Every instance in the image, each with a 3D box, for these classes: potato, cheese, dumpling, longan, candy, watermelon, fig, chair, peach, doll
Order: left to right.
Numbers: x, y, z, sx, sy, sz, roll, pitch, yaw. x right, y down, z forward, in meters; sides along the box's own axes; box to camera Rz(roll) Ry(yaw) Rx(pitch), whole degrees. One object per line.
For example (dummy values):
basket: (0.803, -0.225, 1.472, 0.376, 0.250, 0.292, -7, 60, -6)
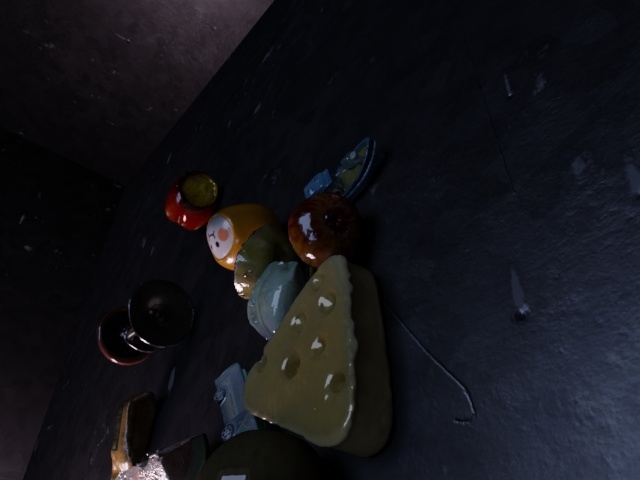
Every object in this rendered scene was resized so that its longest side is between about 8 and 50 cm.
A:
candy: (-0.581, 0.607, 1.677, 0.143, 0.101, 0.271, -22, 54, 42)
chair: (-0.617, 0.294, 1.867, 0.401, 0.227, 0.226, -29, 43, 46)
watermelon: (-0.371, 0.567, 1.285, 0.305, 0.180, 0.224, -38, 22, 39)
peach: (-0.484, -0.158, 2.070, 0.190, 0.196, 0.226, 26, 86, 25)
doll: (-0.198, 0.018, 1.486, 0.213, 0.214, 0.235, -15, 90, 53)
longan: (-0.103, 0.439, 0.945, 0.246, 0.215, 0.246, -18, 25, 9)
potato: (-0.112, 0.063, 1.353, 0.117, 0.182, 0.202, 12, 34, 29)
dumpling: (-0.091, 0.155, 1.242, 0.149, 0.105, 0.216, -23, 70, 57)
fig: (0.001, -0.008, 1.211, 0.207, 0.175, 0.175, 135, 153, -67)
cheese: (0.010, 0.203, 1.057, 0.384, 0.104, 0.383, -38, 38, 38)

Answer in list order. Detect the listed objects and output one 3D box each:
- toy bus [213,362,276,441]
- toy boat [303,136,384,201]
toy bus: (-0.168, 0.384, 1.215, 0.109, 0.091, 0.261, -46, 33, 7)
toy boat: (0.052, -0.155, 1.298, 0.238, 0.098, 0.109, -45, 36, 27)
